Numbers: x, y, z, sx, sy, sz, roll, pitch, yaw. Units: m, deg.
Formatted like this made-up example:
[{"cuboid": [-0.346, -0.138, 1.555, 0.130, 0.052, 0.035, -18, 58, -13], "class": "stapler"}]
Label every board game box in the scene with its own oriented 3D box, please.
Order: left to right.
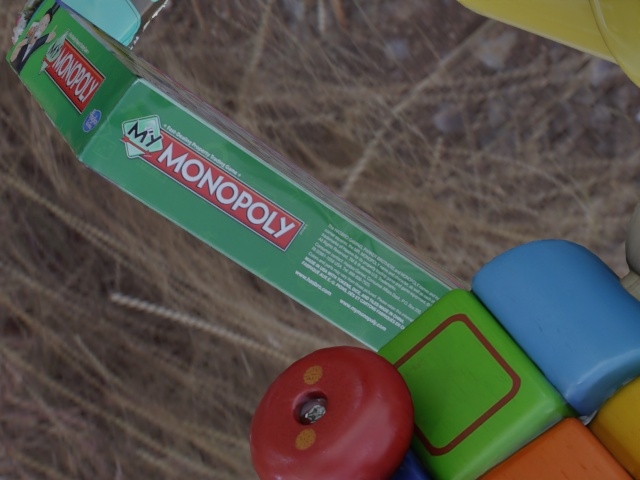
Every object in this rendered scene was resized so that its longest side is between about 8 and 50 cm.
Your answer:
[{"cuboid": [0.000, 0.000, 0.806, 0.317, 0.213, 0.046, 34, 94, -25], "class": "board game box"}]

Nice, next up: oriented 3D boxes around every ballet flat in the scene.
[{"cuboid": [-0.179, -0.205, 1.358, 0.241, 0.077, 0.091, -45, 114, -37], "class": "ballet flat"}]

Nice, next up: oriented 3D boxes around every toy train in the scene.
[{"cuboid": [0.098, 0.081, 0.342, 0.143, 0.248, 0.105, -42, 131, 3], "class": "toy train"}]

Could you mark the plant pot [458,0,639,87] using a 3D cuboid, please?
[{"cuboid": [0.200, -0.208, 0.983, 0.254, 0.239, 0.254, -12, 107, -43], "class": "plant pot"}]
